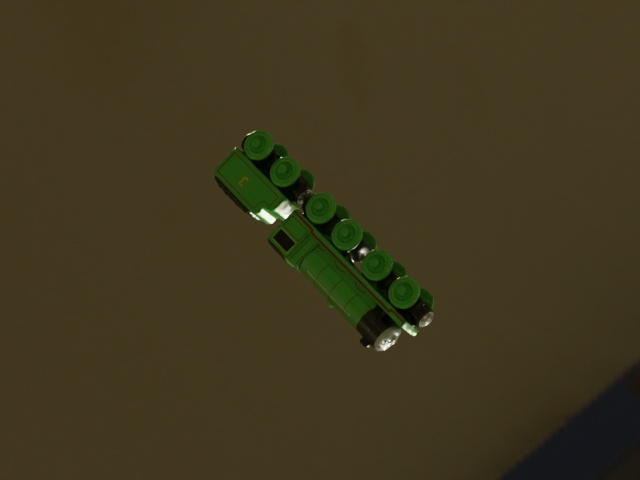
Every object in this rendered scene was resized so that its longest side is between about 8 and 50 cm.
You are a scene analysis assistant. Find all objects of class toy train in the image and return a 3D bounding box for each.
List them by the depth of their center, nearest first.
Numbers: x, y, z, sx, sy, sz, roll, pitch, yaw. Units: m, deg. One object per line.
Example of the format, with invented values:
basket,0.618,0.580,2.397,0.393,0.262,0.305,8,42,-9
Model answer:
toy train,0.000,0.000,0.537,0.024,0.017,0.083,-45,-118,3
